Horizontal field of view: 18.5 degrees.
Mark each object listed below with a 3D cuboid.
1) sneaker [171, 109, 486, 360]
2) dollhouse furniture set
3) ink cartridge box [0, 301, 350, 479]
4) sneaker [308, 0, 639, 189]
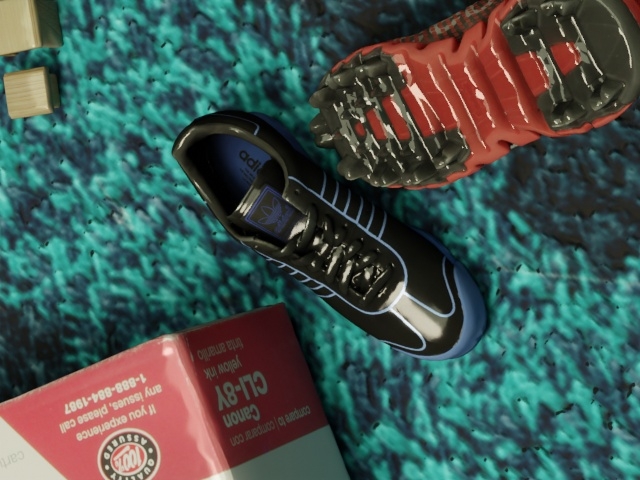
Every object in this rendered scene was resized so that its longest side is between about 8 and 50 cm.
[{"bbox_3d":[0.000,0.000,1.262,0.232,0.090,0.081,38,108,16],"label":"sneaker"},{"bbox_3d":[-0.256,-0.066,1.359,0.161,0.101,0.182,-9,92,24],"label":"dollhouse furniture set"},{"bbox_3d":[-0.101,0.271,1.293,0.279,0.160,0.385,-23,86,24],"label":"ink cartridge box"},{"bbox_3d":[0.112,-0.104,1.204,0.276,0.135,0.098,-17,101,46],"label":"sneaker"}]
